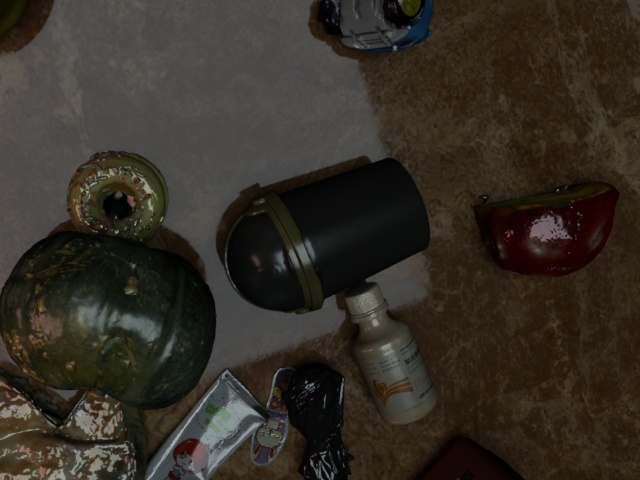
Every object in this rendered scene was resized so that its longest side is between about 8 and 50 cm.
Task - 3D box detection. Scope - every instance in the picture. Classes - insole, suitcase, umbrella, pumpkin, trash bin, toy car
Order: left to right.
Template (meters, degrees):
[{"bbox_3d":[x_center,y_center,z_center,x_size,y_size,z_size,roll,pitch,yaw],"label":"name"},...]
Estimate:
[{"bbox_3d":[-0.331,0.121,1.258,0.327,0.291,0.258,18,75,-24],"label":"pumpkin"},{"bbox_3d":[-0.082,0.324,1.476,0.065,0.004,0.197,18,94,-12],"label":"insole"},{"bbox_3d":[0.000,0.000,1.346,0.333,0.214,0.214,-20,101,-12],"label":"trash bin"},{"bbox_3d":[0.010,0.385,1.459,0.118,0.118,0.340,-14,106,-9],"label":"umbrella"},{"bbox_3d":[0.110,-0.468,1.328,0.166,0.198,0.314,-3,95,-44],"label":"toy car"},{"bbox_3d":[0.256,0.530,1.453,0.161,0.236,0.297,42,88,-24],"label":"suitcase"}]

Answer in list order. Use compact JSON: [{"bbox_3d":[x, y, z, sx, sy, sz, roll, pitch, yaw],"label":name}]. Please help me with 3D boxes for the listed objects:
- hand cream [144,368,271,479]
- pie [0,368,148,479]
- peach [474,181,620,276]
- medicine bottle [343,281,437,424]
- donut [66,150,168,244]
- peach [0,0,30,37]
[{"bbox_3d":[-0.241,0.393,1.431,0.121,0.076,0.336,45,81,-12],"label":"hand cream"},{"bbox_3d":[-0.457,0.369,1.355,0.337,0.075,0.338,1,82,-7],"label":"pie"},{"bbox_3d":[0.435,-0.015,1.462,0.267,0.159,0.154,-11,105,-11],"label":"peach"},{"bbox_3d":[0.118,0.199,1.443,0.114,0.114,0.252,-24,100,-7],"label":"medicine bottle"},{"bbox_3d":[-0.340,-0.066,1.344,0.174,0.068,0.175,-2,98,-12],"label":"donut"},{"bbox_3d":[-0.578,-0.423,1.145,0.315,0.281,0.314,-20,106,0],"label":"peach"}]
